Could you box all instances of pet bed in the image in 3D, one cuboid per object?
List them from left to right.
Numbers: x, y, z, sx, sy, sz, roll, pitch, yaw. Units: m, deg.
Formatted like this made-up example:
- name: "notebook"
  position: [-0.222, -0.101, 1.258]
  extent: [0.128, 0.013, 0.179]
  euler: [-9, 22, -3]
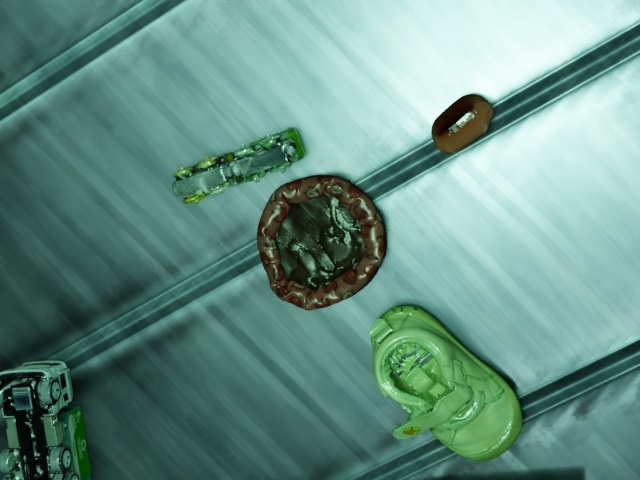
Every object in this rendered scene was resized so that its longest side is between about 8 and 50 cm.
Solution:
- name: "pet bed"
  position: [0.000, 0.000, 1.702]
  extent: [0.201, 0.053, 0.201]
  euler: [1, 97, 8]

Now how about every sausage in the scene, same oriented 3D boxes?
- name: "sausage"
  position: [0.194, -0.160, 1.624]
  extent: [0.094, 0.059, 0.054]
  euler: [-39, 134, 17]

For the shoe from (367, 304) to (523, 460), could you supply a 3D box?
- name: "shoe"
  position: [0.162, 0.213, 1.681]
  extent: [0.140, 0.128, 0.262]
  euler: [-41, 87, 30]

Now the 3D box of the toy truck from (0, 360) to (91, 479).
- name: "toy truck"
  position: [-0.422, 0.311, 1.821]
  extent: [0.114, 0.124, 0.253]
  euler: [-5, 98, 13]

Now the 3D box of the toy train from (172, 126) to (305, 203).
- name: "toy train"
  position: [-0.118, -0.106, 1.696]
  extent: [0.202, 0.081, 0.060]
  euler: [-18, 96, 22]
